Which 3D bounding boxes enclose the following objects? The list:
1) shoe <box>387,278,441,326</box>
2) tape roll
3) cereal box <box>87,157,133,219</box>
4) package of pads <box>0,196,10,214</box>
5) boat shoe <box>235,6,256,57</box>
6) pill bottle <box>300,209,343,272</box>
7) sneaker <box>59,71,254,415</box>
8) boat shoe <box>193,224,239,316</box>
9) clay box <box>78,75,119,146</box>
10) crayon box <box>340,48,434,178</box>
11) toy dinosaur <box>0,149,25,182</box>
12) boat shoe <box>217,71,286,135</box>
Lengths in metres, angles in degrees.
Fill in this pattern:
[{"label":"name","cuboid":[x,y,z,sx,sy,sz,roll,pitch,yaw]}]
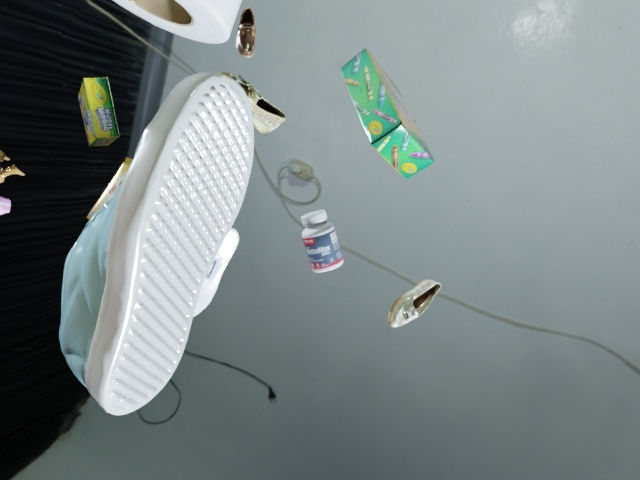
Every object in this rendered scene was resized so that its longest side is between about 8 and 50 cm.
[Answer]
[{"label":"shoe","cuboid":[0.299,0.196,1.313,0.058,0.219,0.076,6,130,59]},{"label":"tape roll","cuboid":[-0.228,-0.442,0.629,0.246,0.246,0.169,20,92,17]},{"label":"cereal box","cuboid":[-0.395,-0.077,0.919,0.240,0.047,0.173,22,78,31]},{"label":"package of pads","cuboid":[-0.583,-0.064,0.701,0.050,0.083,0.032,-13,78,12]},{"label":"boat shoe","cuboid":[-0.246,-0.691,1.370,0.064,0.060,0.178,3,72,-14]},{"label":"pill bottle","cuboid":[0.000,0.000,1.311,0.108,0.108,0.180,-12,103,23]},{"label":"sneaker","cuboid":[-0.196,-0.007,0.431,0.150,0.135,0.365,27,98,22]},{"label":"boat shoe","cuboid":[-0.302,0.064,1.006,0.301,0.108,0.102,-59,40,18]},{"label":"clay box","cuboid":[-0.514,-0.293,0.957,0.222,0.053,0.127,9,110,57]},{"label":"crayon box","cuboid":[0.154,-0.298,0.973,0.081,0.165,0.278,-32,53,25]},{"label":"toy dinosaur","cuboid":[-0.624,-0.113,0.767,0.211,0.112,0.064,19,148,57]},{"label":"boat shoe","cuboid":[-0.198,-0.408,1.205,0.089,0.285,0.104,-26,73,14]}]
